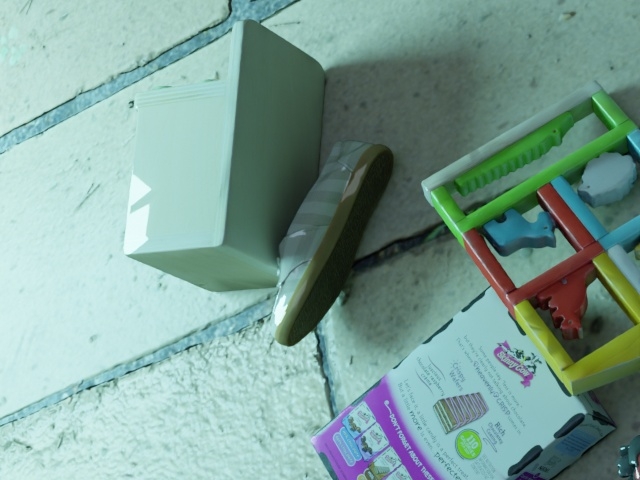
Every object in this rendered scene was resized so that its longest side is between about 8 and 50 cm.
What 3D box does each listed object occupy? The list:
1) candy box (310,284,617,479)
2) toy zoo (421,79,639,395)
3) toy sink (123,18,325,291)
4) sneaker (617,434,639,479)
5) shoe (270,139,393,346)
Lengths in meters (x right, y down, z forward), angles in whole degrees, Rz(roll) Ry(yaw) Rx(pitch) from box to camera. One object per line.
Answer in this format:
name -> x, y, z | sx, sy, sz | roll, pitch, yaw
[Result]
candy box -> 0.125, 0.173, 1.634 | 0.233, 0.071, 0.159 | -41, 57, 15
toy zoo -> 0.244, 0.008, 1.596 | 0.192, 0.030, 0.293 | -30, 58, -6
toy sink -> -0.096, -0.081, 1.807 | 0.131, 0.153, 0.234 | -5, 73, 31
sneaker -> 0.343, 0.253, 1.459 | 0.135, 0.097, 0.276 | -33, 52, 5
shoe -> 0.000, 0.000, 1.765 | 0.058, 0.076, 0.219 | 22, 77, 23
